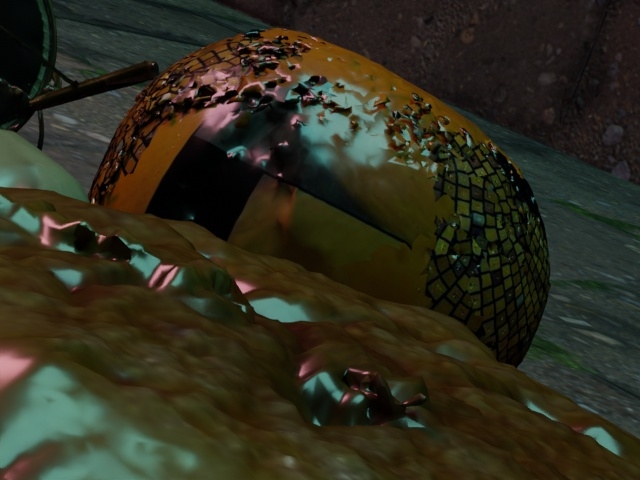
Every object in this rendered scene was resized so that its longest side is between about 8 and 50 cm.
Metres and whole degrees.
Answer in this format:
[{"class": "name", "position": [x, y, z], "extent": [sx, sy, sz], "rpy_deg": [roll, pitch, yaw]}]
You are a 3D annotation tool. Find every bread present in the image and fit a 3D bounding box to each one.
[{"class": "bread", "position": [-0.036, 0.090, 0.478], "extent": [0.312, 0.172, 0.312], "rpy_deg": [22, 6, -3]}]

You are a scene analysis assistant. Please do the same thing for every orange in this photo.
[{"class": "orange", "position": [0.000, 0.000, 0.971], "extent": [0.234, 0.182, 0.234], "rpy_deg": [20, -5, 2]}]

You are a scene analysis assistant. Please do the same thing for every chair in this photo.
[{"class": "chair", "position": [-0.209, -0.120, 1.129], "extent": [0.170, 0.160, 0.325], "rpy_deg": [-10, 0, -26]}]

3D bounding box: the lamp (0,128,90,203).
[{"class": "lamp", "position": [-0.162, -0.008, 0.918], "extent": [0.101, 0.101, 0.250], "rpy_deg": [15, 8, -25]}]
